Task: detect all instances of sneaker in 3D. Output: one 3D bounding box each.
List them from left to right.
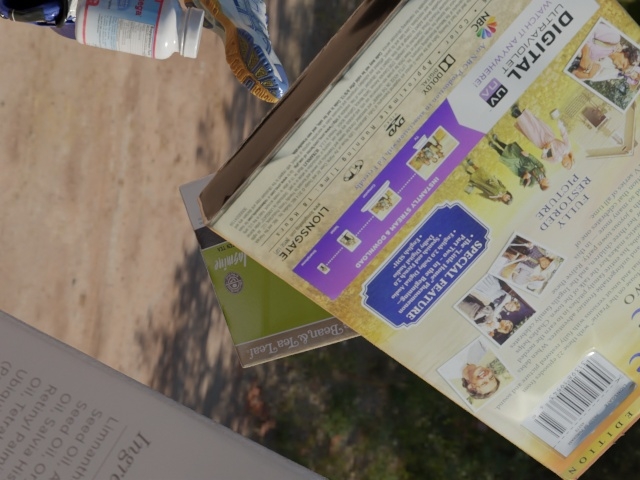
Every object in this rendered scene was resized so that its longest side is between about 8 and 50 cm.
[{"bbox_3d":[-0.397,-0.361,1.399,0.315,0.128,0.182,105,-4,-67],"label":"sneaker"},{"bbox_3d":[-0.136,-0.413,1.917,0.131,0.296,0.112,-37,-176,-37],"label":"sneaker"}]

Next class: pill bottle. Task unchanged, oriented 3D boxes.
[{"bbox_3d":[-0.240,-0.291,1.309,0.087,0.160,0.087,-170,-90,-84],"label":"pill bottle"}]

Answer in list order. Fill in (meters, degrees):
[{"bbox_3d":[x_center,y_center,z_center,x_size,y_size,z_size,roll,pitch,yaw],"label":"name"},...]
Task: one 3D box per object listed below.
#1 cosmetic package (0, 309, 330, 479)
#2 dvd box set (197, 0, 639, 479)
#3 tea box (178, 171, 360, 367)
[{"bbox_3d":[-0.079,0.194,0.522,0.161,0.453,0.230,-60,164,-22],"label":"cosmetic package"},{"bbox_3d":[0.162,-0.020,0.762,0.307,0.420,0.062,-49,-153,10],"label":"dvd box set"},{"bbox_3d":[0.000,0.000,1.614,0.220,0.329,0.323,-20,92,-65],"label":"tea box"}]
